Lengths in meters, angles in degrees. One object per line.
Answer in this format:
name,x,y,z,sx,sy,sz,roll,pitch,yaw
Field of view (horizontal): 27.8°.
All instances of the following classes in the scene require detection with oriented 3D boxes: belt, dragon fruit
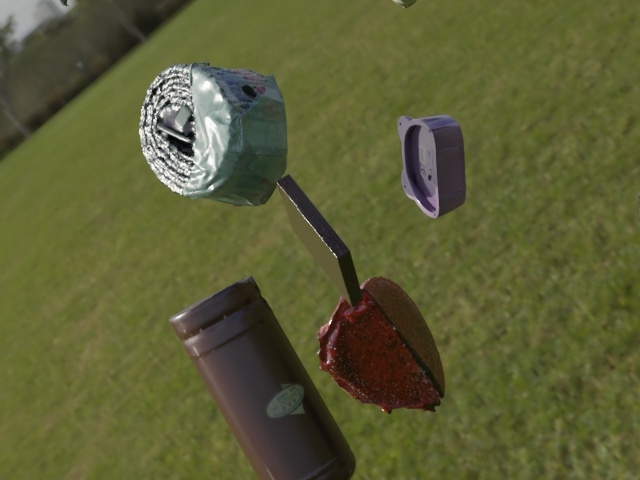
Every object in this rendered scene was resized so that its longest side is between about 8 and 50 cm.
belt,-0.159,-0.166,1.972,0.150,0.207,0.257,-1,19,-40
dragon fruit,0.108,0.174,2.177,0.163,0.261,0.189,-17,26,49

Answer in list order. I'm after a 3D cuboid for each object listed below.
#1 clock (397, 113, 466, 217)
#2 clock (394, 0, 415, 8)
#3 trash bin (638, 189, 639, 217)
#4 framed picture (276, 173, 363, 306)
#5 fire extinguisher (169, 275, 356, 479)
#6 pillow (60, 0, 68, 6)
clock,0.165,-0.118,1.916,0.050,0.152,0.110,-18,30,-22
clock,0.158,-0.462,2.139,0.151,0.062,0.191,-52,-16,-2
trash bin,0.535,-0.006,1.458,0.302,0.202,0.252,-17,-7,22
framed picture,0.000,0.000,1.830,0.023,0.128,0.168,-31,55,-10
fire extinguisher,-0.041,0.207,1.529,0.135,0.337,0.114,-28,2,17
pillow,-0.289,-0.443,1.756,0.255,0.059,0.169,-34,55,19
